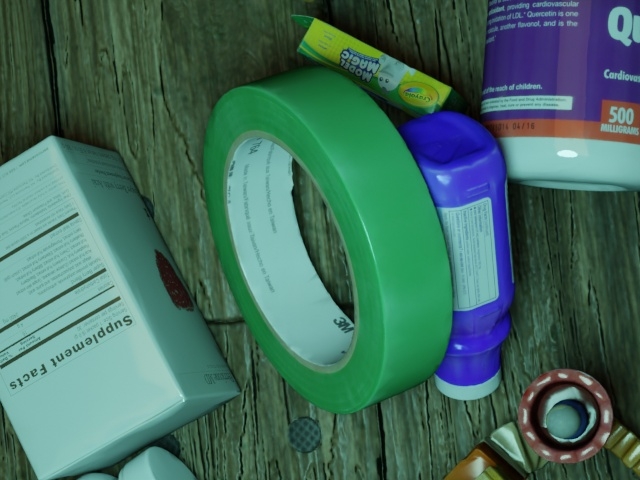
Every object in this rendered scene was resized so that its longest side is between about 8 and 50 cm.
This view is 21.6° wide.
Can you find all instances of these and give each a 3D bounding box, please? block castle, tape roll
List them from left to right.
[{"bbox_3d":[0.000,0.000,1.566,0.077,0.321,0.321,-20,80,-25],"label":"tape roll"},{"bbox_3d":[0.184,0.359,1.538,0.303,0.213,0.453,43,99,14],"label":"block castle"}]

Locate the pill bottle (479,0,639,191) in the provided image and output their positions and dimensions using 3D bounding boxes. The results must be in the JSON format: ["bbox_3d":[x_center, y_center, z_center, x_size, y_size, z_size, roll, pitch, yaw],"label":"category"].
[{"bbox_3d":[0.246,-0.211,1.565,0.181,0.181,0.323,4,89,16],"label":"pill bottle"}]

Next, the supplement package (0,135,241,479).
[{"bbox_3d":[-0.239,0.069,1.688,0.175,0.177,0.293,-30,80,12],"label":"supplement package"}]

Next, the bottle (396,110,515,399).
[{"bbox_3d":[0.126,0.022,1.563,0.092,0.283,0.118,-21,38,-16],"label":"bottle"}]

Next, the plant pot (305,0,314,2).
[{"bbox_3d":[0.013,-0.368,1.642,0.188,0.205,0.205,-33,79,-3],"label":"plant pot"}]

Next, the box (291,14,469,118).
[{"bbox_3d":[0.053,-0.166,1.657,0.179,0.105,0.043,31,93,16],"label":"box"}]

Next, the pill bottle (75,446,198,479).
[{"bbox_3d":[-0.239,0.330,1.689,0.272,0.152,0.152,-38,78,11],"label":"pill bottle"}]
